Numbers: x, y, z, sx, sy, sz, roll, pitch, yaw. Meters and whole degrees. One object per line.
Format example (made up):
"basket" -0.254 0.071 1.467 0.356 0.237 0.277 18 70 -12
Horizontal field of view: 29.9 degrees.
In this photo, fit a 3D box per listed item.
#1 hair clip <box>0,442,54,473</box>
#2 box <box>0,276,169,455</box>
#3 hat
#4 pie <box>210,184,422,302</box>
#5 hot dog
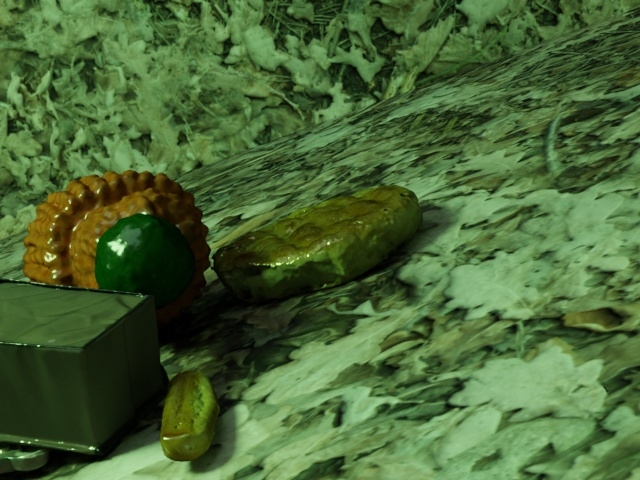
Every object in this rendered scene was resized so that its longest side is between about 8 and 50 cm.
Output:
"hair clip" -0.413 0.251 1.540 0.146 0.075 0.257 -10 17 -22
"box" -0.347 0.150 1.494 0.252 0.153 0.188 7 23 20
"hat" -0.269 -0.003 1.720 0.285 0.285 0.400 -28 0 -26
"pie" 0.000 0.000 1.848 0.339 0.083 0.339 -19 12 4
"hot dog" -0.148 0.204 1.375 0.066 0.047 0.215 -7 14 -4
